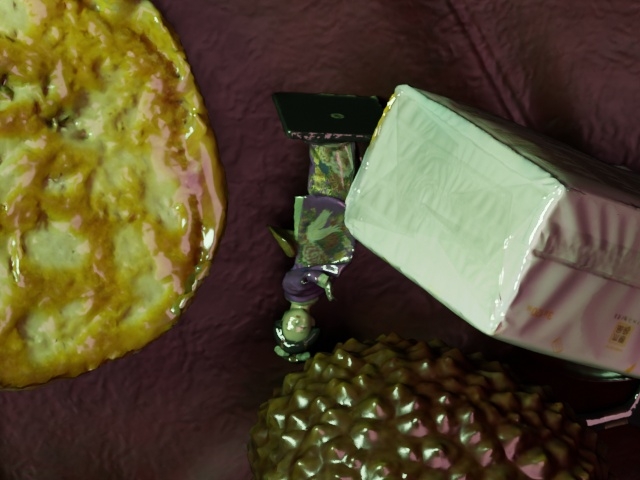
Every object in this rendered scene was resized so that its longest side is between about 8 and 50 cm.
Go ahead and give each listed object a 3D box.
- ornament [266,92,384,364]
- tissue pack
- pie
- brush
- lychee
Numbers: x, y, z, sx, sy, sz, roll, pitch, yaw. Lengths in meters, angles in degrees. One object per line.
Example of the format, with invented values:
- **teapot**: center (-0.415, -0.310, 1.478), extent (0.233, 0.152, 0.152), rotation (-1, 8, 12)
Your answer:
- **ornament**: center (0.002, 0.000, 1.373), extent (0.088, 0.081, 0.203), rotation (5, 106, -10)
- **tissue pack**: center (0.160, 0.001, 1.306), extent (0.225, 0.185, 0.124), rotation (16, 103, -40)
- **pie**: center (-0.211, -0.043, 1.288), extent (0.315, 0.092, 0.315), rotation (-4, 99, -29)
- **brush**: center (0.249, 0.131, 1.488), extent (0.193, 0.016, 0.063), rotation (-14, 108, -5)
- **lychee**: center (0.086, 0.189, 1.350), extent (0.267, 0.267, 0.267), rotation (-3, 107, -8)
